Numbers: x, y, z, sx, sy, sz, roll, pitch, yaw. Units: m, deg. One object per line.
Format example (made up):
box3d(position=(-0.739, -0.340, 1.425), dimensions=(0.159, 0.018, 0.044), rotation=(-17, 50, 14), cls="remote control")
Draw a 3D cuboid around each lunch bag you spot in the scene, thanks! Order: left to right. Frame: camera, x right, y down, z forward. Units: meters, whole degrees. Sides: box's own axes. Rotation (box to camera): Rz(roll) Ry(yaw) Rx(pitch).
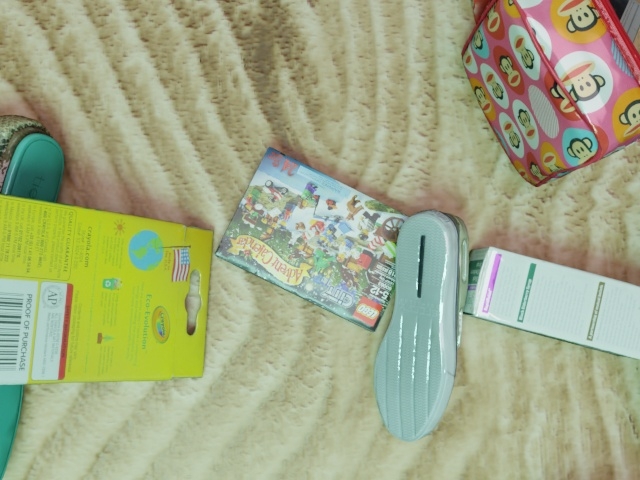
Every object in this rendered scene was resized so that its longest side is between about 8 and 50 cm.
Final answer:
box3d(position=(0.266, -0.206, 0.943), dimensions=(0.120, 0.293, 0.258), rotation=(-30, 89, -2), cls="lunch bag")

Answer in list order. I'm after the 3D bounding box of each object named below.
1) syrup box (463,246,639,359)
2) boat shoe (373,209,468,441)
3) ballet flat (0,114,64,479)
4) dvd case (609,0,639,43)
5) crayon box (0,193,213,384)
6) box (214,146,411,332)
box3d(position=(0.309, 0.082, 1.022), dimensions=(0.237, 0.093, 0.096), rotation=(16, 85, -4), cls="syrup box")
box3d(position=(0.145, 0.110, 0.998), dimensions=(0.109, 0.094, 0.302), rotation=(16, 104, 38), cls="boat shoe")
box3d(position=(-0.440, 0.080, 0.943), dimensions=(0.182, 0.164, 0.482), rotation=(4, 79, 17), cls="ballet flat")
box3d(position=(0.325, -0.346, 1.040), dimensions=(0.239, 0.029, 0.179), rotation=(39, 45, -1), cls="dvd case")
box3d(position=(-0.275, 0.066, 0.917), dimensions=(0.319, 0.081, 0.202), rotation=(11, 81, -48), cls="crayon box")
box3d(position=(0.000, 0.000, 1.025), dimensions=(0.233, 0.044, 0.159), rotation=(26, 83, -3), cls="box")
